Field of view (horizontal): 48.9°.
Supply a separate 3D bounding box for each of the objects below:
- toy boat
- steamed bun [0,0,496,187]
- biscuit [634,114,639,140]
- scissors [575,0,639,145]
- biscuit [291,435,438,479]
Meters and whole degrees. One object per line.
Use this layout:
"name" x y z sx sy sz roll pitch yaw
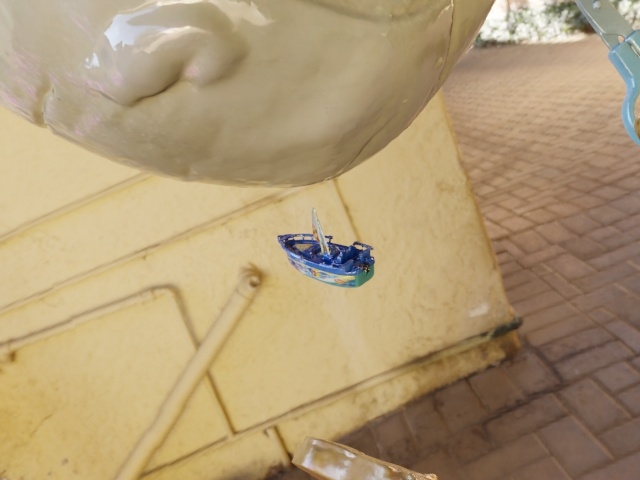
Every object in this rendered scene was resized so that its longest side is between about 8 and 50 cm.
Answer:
"toy boat" 0.000 0.000 1.068 0.175 0.110 0.091 14 30 37
"steamed bun" -0.068 -0.155 0.459 0.247 0.384 0.236 -42 39 51
"biscuit" 0.443 -0.026 0.762 0.041 0.290 0.208 -42 0 13
"scissors" 0.472 -0.348 1.144 0.193 0.447 0.029 -39 0 -13
"biscuit" 0.166 0.367 0.924 0.365 0.385 0.062 6 60 45
